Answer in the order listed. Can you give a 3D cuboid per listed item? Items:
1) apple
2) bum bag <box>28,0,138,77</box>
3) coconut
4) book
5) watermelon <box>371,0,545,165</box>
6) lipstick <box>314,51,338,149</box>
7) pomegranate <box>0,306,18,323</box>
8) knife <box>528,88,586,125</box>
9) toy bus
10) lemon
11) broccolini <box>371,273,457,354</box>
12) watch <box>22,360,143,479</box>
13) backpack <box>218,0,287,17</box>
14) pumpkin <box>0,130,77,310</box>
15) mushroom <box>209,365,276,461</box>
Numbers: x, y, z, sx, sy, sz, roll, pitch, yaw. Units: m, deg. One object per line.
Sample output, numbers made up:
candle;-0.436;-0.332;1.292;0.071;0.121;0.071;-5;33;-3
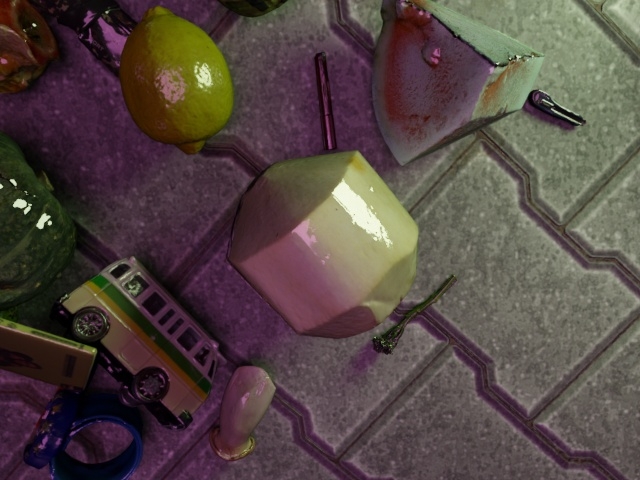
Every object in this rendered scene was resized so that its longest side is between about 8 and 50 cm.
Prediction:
apple;-0.544;-0.337;0.825;0.158;0.156;0.146;-19;90;14
bum bag;-0.396;-0.388;0.859;0.248;0.069;0.102;40;74;-8
coconut;0.000;0.000;0.822;0.323;0.323;0.322;0;99;-1
book;-0.541;0.153;0.774;0.352;0.239;0.035;24;54;-16
watermelon;0.203;-0.259;0.818;0.320;0.213;0.289;29;100;-17
lipstick;0.008;-0.257;0.909;0.027;0.027;0.176;-7;98;0
pomegranate;-0.630;0.123;0.909;0.169;0.122;0.143;-21;108;41
knife;0.446;-0.248;0.922;0.121;0.018;0.031;24;100;-6
toy bus;-0.319;0.187;0.897;0.305;0.143;0.179;48;52;-7
lemon;-0.241;-0.269;0.824;0.184;0.184;0.248;-12;104;1
broccolini;0.186;0.145;0.980;0.044;0.042;0.218;43;90;-6
watch;-0.442;0.373;0.951;0.200;0.171;0.196;35;96;-21
backpack;-0.133;-0.509;0.807;0.207;0.140;0.253;-27;94;6
pumpkin;-0.573;-0.042;0.808;0.257;0.292;0.327;-38;117;-22
mushroom;-0.155;0.340;0.977;0.097;0.088;0.212;6;107;-34
